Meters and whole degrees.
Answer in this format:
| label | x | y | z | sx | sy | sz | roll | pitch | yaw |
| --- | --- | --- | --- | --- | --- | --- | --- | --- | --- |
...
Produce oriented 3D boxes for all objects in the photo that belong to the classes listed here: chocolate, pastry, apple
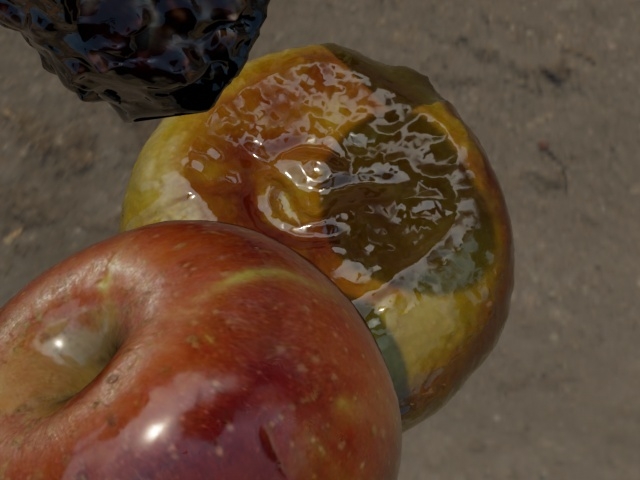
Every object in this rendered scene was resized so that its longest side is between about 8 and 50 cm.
| label | x | y | z | sx | sy | sz | roll | pitch | yaw |
| --- | --- | --- | --- | --- | --- | --- | --- | --- | --- |
| chocolate | -0.116 | -0.134 | 0.713 | 0.133 | 0.156 | 0.156 | 6 | 129 | -42 |
| pastry | 0.000 | 0.000 | 1.308 | 0.356 | 0.356 | 0.164 | 9 | 157 | 3 |
| apple | -0.062 | 0.091 | 0.685 | 0.201 | 0.201 | 0.162 | -23 | 130 | 19 |
